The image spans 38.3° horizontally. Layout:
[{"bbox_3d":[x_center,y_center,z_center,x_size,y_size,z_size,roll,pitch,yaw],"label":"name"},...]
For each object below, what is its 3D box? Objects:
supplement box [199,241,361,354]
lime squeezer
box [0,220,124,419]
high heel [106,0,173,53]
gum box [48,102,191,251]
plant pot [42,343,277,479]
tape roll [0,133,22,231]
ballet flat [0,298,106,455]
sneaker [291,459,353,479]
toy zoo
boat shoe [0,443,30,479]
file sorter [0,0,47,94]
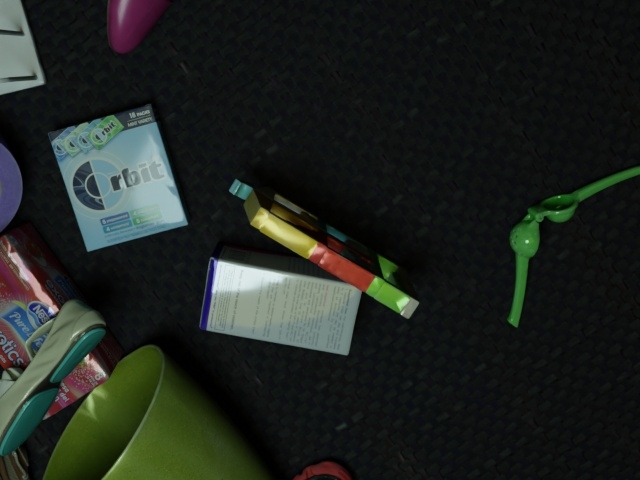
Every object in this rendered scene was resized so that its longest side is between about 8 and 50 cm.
[{"bbox_3d":[-0.057,0.084,1.360,0.220,0.111,0.113,10,102,-2],"label":"supplement box"},{"bbox_3d":[0.353,-0.015,1.370,0.110,0.059,0.310,37,98,-7],"label":"lime squeezer"},{"bbox_3d":[-0.418,0.113,1.355,0.123,0.128,0.256,-33,100,5],"label":"box"},{"bbox_3d":[-0.151,-0.406,1.245,0.181,0.127,0.377,25,97,6],"label":"high heel"},{"bbox_3d":[-0.293,-0.093,1.358,0.157,0.041,0.184,-15,102,3],"label":"gum box"},{"bbox_3d":[-0.207,0.346,1.359,0.293,0.274,0.275,39,99,-23],"label":"plant pot"},{"bbox_3d":[-0.522,-0.085,1.296,0.189,0.080,0.188,-13,122,-22],"label":"tape roll"},{"bbox_3d":[-0.390,0.183,1.272,0.086,0.086,0.248,38,96,-7],"label":"ballet flat"},{"bbox_3d":[-0.064,0.457,1.426,0.276,0.135,0.097,-39,101,8],"label":"sneaker"},{"bbox_3d":[0.000,0.000,1.302,0.293,0.192,0.030,31,100,-7],"label":"toy zoo"},{"bbox_3d":[-0.513,0.341,1.410,0.123,0.116,0.324,-3,108,13],"label":"boat shoe"},{"bbox_3d":[-0.523,-0.322,1.244,0.193,0.173,0.277,-13,102,3],"label":"file sorter"}]
